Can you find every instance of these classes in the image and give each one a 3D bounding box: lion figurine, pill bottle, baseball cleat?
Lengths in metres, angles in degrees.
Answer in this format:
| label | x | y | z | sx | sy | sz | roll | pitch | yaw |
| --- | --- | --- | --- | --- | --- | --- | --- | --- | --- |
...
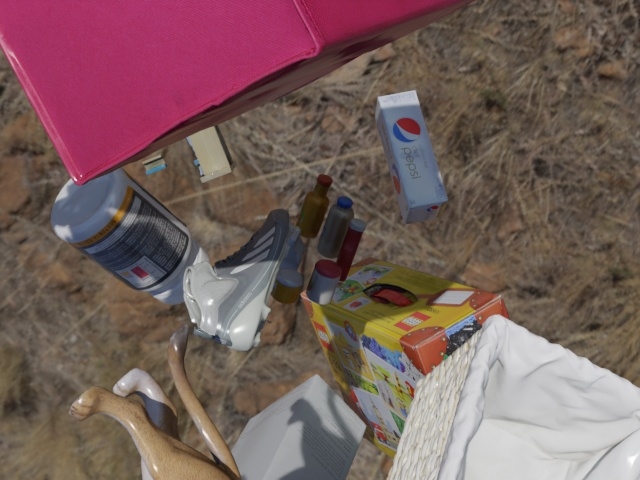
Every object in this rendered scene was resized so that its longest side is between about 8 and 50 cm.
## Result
| label | x | y | z | sx | sy | sz | roll | pitch | yaw |
| --- | --- | --- | --- | --- | --- | --- | --- | --- | --- |
| lion figurine | -0.169 | 0.271 | 0.749 | 0.240 | 0.392 | 0.142 | 41 | 152 | 4 |
| pill bottle | -0.333 | -0.004 | 1.610 | 0.162 | 0.162 | 0.278 | -4 | 147 | 34 |
| baseball cleat | -0.092 | 0.028 | 1.015 | 0.109 | 0.206 | 0.072 | 20 | 134 | -7 |

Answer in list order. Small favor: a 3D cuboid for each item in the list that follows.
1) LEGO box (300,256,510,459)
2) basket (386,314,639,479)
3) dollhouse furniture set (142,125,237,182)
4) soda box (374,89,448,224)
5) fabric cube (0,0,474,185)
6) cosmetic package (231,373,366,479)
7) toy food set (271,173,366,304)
| label | x | y | z | sx | sy | sz | roll | pitch | yaw |
| --- | --- | --- | --- | --- | --- | --- | --- | --- | --- |
| LEGO box | 0.198 | 0.265 | 1.762 | 0.500 | 0.193 | 0.372 | 16 | 130 | 65 |
| basket | 0.290 | 0.347 | 1.286 | 0.331 | 0.328 | 0.266 | 27 | 147 | -6 |
| dollhouse furniture set | -0.285 | -0.175 | 1.840 | 0.184 | 0.129 | 0.129 | -21 | 100 | 4 |
| soda box | 0.152 | -0.141 | 1.515 | 0.069 | 0.216 | 0.074 | -10 | 159 | -6 |
| fabric cube | -0.075 | -0.228 | 0.657 | 0.259 | 0.258 | 0.254 | -19 | 99 | 38 |
| cosmetic package | -0.080 | 0.442 | 1.620 | 0.156 | 0.385 | 0.217 | 46 | 122 | -9 |
| toy food set | 0.000 | 0.000 | 1.313 | 0.111 | 0.232 | 0.104 | 21 | 119 | 3 |
